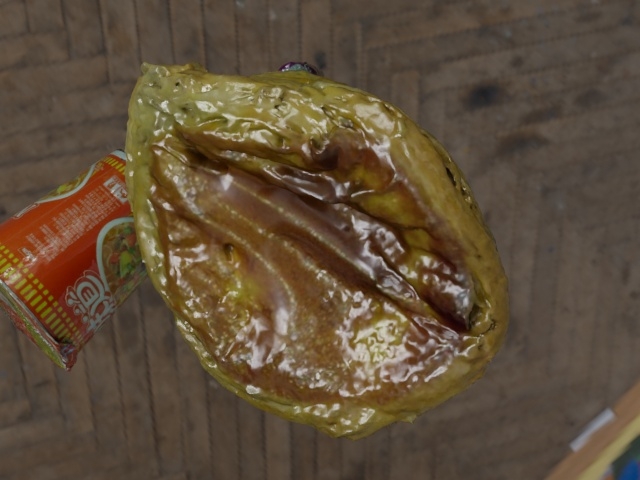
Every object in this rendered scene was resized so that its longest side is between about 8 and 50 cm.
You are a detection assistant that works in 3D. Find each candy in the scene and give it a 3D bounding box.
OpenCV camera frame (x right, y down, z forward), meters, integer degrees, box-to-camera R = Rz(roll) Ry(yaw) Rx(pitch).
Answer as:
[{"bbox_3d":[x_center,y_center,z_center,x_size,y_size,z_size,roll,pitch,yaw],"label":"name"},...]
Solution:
[{"bbox_3d":[-0.022,-0.162,1.353,0.043,0.175,0.045,21,97,3],"label":"candy"}]

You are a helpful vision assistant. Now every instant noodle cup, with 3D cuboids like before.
[{"bbox_3d":[-0.266,0.012,1.485,0.212,0.193,0.193,-42,132,-17],"label":"instant noodle cup"}]

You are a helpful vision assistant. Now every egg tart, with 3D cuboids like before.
[{"bbox_3d":[0.000,0.000,1.107,0.153,0.351,0.339,-41,129,-51],"label":"egg tart"}]
